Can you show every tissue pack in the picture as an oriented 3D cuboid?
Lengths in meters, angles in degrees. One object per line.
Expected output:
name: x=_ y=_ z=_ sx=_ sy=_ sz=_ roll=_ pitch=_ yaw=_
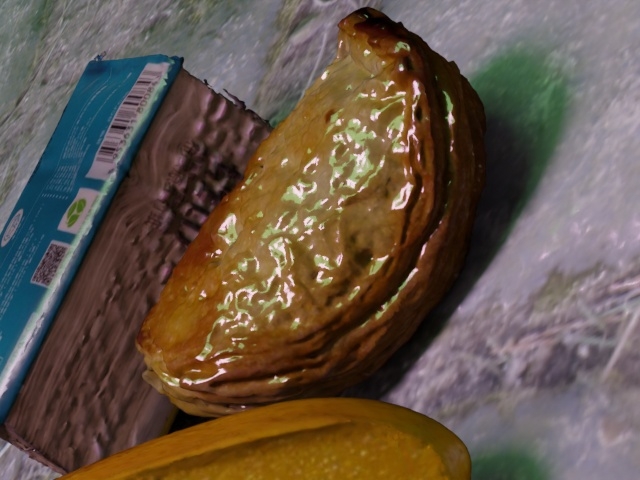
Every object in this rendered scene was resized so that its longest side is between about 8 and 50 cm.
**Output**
tissue pack: x=-0.136 y=0.024 z=1.255 sx=0.270 sy=0.134 sz=0.192 roll=-63 pitch=22 yaw=-7

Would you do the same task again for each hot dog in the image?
hot dog: x=0.003 y=0.000 z=1.105 sx=0.259 sy=0.114 sz=0.175 roll=-57 pitch=29 yaw=8

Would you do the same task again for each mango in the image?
mango: x=-0.083 y=0.182 z=0.923 sx=0.350 sy=0.201 sz=0.199 roll=-33 pitch=25 yaw=3

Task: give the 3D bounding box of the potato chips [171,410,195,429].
potato chips: x=-0.066 y=0.057 z=1.273 sx=0.209 sy=0.026 sz=0.142 roll=-51 pitch=27 yaw=17
